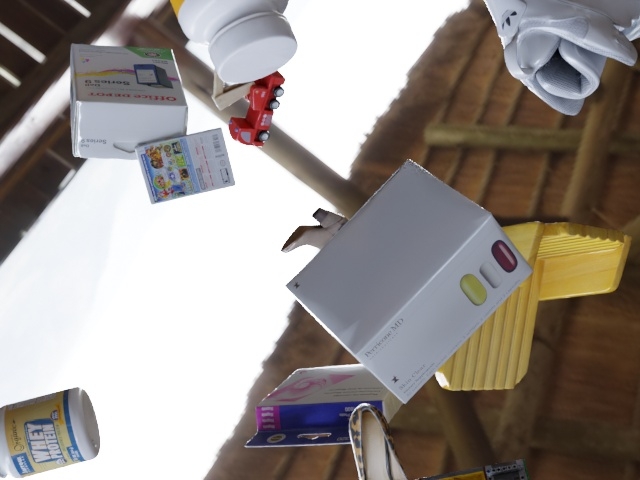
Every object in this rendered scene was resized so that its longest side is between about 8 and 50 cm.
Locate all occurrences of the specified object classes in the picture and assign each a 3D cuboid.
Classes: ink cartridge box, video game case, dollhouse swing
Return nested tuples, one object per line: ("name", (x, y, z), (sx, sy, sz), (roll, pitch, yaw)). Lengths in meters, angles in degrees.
("ink cartridge box", (0.027, 0.372, 2.353), (0.324, 0.071, 0.330), (-8, -169, 25))
("video game case", (-0.186, -0.103, 1.406), (0.122, 0.087, 0.011), (-13, -154, -2))
("ink cartridge box", (-0.279, -0.201, 1.464), (0.212, 0.154, 0.093), (-111, -154, -54))
("dollhouse swing", (0.426, 0.142, 2.042), (0.315, 0.347, 0.304), (-11, -103, 44))

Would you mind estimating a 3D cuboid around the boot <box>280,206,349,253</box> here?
("boot", (0.000, 0.000, 1.773), (0.118, 0.087, 0.042), (-45, -155, 13))

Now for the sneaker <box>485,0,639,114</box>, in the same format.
("sneaker", (0.351, -0.260, 1.241), (0.137, 0.366, 0.210), (134, -46, -55))

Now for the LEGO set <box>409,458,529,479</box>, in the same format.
("LEGO set", (0.168, 0.413, 1.152), (0.192, 0.331, 0.254), (-12, -132, 6))

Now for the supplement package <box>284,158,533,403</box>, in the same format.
("supplement package", (0.122, 0.053, 1.435), (0.262, 0.145, 0.204), (-46, -140, -2))

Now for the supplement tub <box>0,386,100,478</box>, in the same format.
("supplement tub", (-0.531, 0.368, 1.926), (0.200, 0.144, 0.144), (-15, -171, -3))

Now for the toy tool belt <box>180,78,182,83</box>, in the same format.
("toy tool belt", (-0.269, -0.255, 1.748), (0.052, 0.051, 0.083), (-45, 153, -31))

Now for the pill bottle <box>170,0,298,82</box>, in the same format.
("pill bottle", (-0.119, -0.317, 1.211), (0.136, 0.245, 0.136), (-22, 166, -6))

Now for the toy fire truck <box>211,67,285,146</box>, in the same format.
("toy fire truck", (-0.133, -0.249, 1.713), (0.047, 0.135, 0.192), (53, -49, 44))

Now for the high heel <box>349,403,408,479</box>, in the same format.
("high heel", (0.110, 0.411, 1.726), (0.093, 0.186, 0.261), (-18, -131, -5))
